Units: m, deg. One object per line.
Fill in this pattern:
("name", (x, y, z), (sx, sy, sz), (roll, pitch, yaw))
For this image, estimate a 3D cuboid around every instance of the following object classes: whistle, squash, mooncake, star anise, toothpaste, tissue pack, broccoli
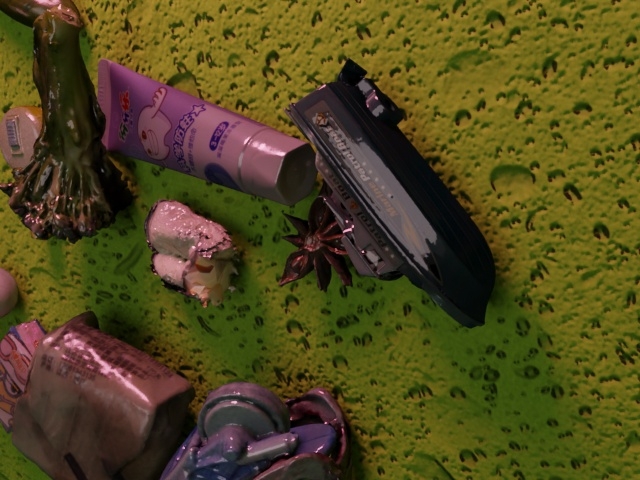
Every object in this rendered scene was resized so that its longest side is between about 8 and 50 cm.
("whistle", (-0.422, -0.097, 1.163), (0.104, 0.057, 0.198), (4, 102, 33))
("squash", (-0.431, -0.352, 1.107), (0.258, 0.069, 0.069), (35, 117, 22))
("mooncake", (-0.303, 0.242, 1.115), (0.254, 0.136, 0.250), (33, 118, 17))
("star anise", (-0.005, 0.010, 0.916), (0.129, 0.056, 0.124), (-46, 72, 16))
("toothpaste", (-0.162, -0.130, 0.991), (0.371, 0.080, 0.125), (24, 116, 36))
("tissue pack", (-0.474, 0.215, 1.262), (0.115, 0.065, 0.155), (52, 123, 12))
("broccoli", (-0.330, -0.148, 1.016), (0.165, 0.145, 0.304), (28, 126, 27))

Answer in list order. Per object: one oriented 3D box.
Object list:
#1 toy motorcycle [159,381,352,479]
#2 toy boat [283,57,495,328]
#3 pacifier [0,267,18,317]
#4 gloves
("toy motorcycle", (-0.093, 0.324, 0.969), (0.241, 0.182, 0.319), (47, 120, 15))
("toy boat", (0.076, -0.033, 0.822), (0.122, 0.114, 0.296), (-39, 79, 26))
("pacifier", (-0.592, 0.080, 1.258), (0.233, 0.244, 0.299), (4, 79, 2))
("gloves", (-0.169, 0.015, 1.019), (0.153, 0.070, 0.114), (29, 123, 32))
